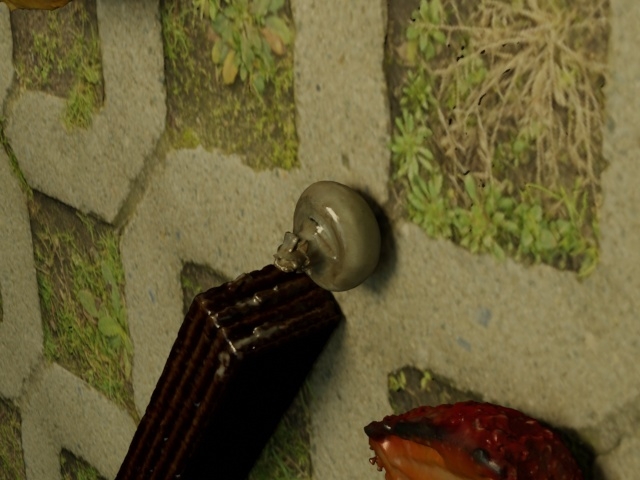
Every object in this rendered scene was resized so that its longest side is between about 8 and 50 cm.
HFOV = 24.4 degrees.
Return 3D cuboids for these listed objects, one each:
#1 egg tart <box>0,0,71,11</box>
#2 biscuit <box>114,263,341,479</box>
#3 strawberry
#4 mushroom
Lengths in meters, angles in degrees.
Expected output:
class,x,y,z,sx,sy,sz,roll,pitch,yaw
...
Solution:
class,x,y,z,sx,sy,sz,roll,pitch,yaw
egg tart,-0.252,-0.362,1.231,0.351,0.153,0.339,50,143,30
biscuit,-0.094,0.155,1.295,0.073,0.107,0.388,55,145,20
strawberry,0.115,0.164,0.995,0.140,0.085,0.192,62,154,0
mushroom,0.000,0.000,1.094,0.085,0.079,0.085,36,134,49
